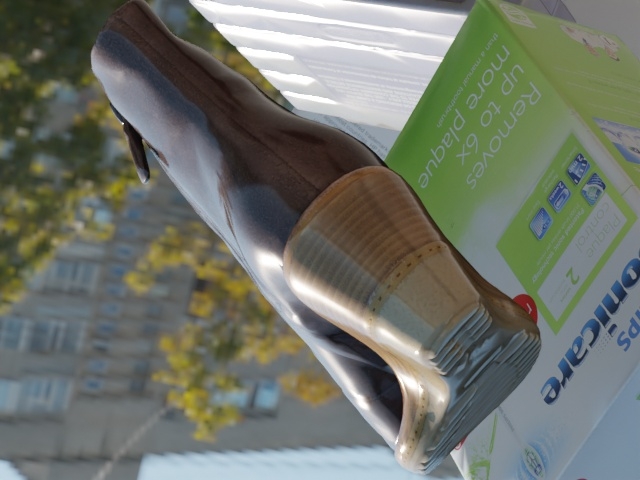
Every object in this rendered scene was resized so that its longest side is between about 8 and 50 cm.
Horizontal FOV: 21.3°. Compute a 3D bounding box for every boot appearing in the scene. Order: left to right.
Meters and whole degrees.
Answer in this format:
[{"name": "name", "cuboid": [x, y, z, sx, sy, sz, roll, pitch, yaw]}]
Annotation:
[{"name": "boot", "cuboid": [0.000, 0.000, 0.793, 0.207, 0.090, 0.248, 42, 171, 20]}]

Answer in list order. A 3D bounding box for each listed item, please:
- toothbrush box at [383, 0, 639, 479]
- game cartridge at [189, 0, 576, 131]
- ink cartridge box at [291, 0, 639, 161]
[{"name": "toothbrush box", "cuboid": [0.147, 0.019, 1.018, 0.122, 0.206, 0.283, 11, -147, -33]}, {"name": "game cartridge", "cuboid": [0.069, -0.156, 1.369, 0.355, 0.068, 0.230, 14, 166, 39]}, {"name": "ink cartridge box", "cuboid": [0.193, -0.169, 1.627, 0.285, 0.395, 0.166, 40, -161, 14]}]
